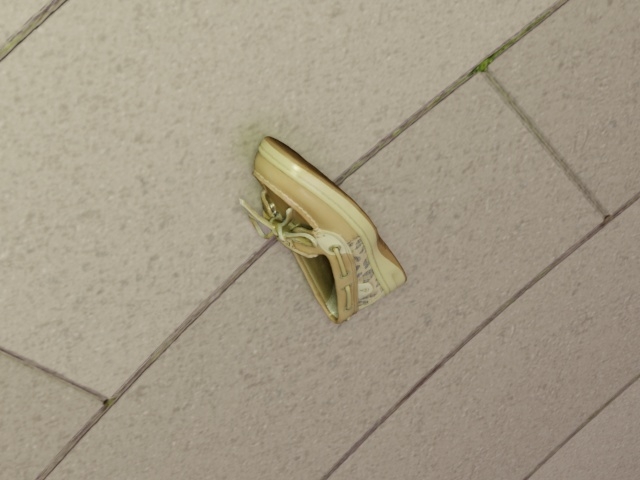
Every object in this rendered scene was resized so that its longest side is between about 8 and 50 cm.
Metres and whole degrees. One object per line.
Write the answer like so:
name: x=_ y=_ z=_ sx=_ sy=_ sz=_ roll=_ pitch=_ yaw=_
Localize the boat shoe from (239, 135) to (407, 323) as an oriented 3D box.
boat shoe: x=0.000 y=0.000 z=1.376 sx=0.089 sy=0.104 sz=0.285 roll=-45 pitch=143 yaw=-3
